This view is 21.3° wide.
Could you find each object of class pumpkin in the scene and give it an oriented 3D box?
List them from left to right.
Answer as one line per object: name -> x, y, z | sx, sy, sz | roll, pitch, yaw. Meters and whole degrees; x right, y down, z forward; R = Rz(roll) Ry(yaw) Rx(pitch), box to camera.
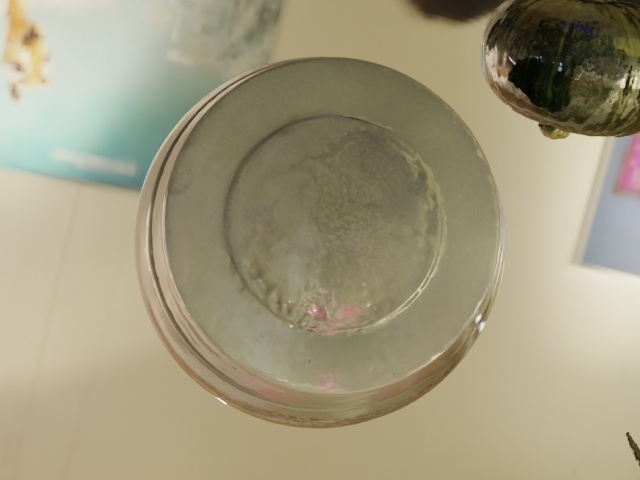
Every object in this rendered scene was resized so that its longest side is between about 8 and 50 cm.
pumpkin -> 0.211, -0.144, 1.374 | 0.167, 0.125, 0.167 | -5, -155, 3

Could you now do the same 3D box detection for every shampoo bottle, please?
shampoo bottle -> 0.000, 0.000, 1.246 | 0.273, 0.273, 0.266 | 14, 171, -3

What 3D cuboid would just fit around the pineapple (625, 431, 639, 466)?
pineapple -> 0.288, 0.195, 1.047 | 0.161, 0.158, 0.334 | -13, -132, -39
